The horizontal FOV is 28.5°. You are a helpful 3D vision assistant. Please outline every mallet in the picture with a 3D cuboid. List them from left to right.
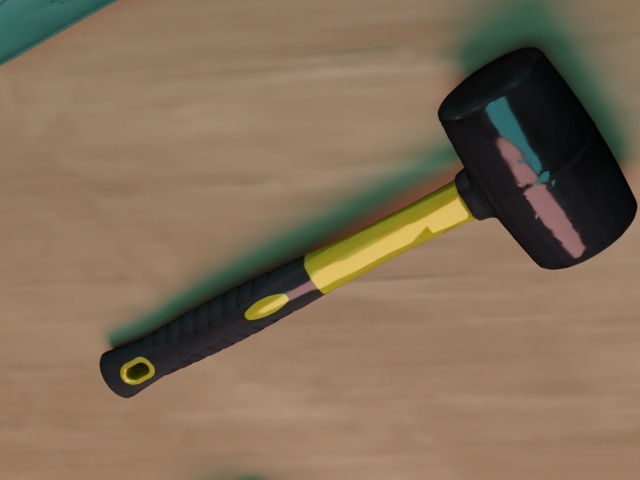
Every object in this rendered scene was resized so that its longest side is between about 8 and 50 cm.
[{"bbox_3d":[0.000,0.000,0.399,0.190,0.039,0.062,-20,111,21],"label":"mallet"}]

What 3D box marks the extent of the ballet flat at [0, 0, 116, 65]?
[{"bbox_3d":[-0.132,-0.069,0.372,0.248,0.086,0.086,-30,106,19],"label":"ballet flat"}]
